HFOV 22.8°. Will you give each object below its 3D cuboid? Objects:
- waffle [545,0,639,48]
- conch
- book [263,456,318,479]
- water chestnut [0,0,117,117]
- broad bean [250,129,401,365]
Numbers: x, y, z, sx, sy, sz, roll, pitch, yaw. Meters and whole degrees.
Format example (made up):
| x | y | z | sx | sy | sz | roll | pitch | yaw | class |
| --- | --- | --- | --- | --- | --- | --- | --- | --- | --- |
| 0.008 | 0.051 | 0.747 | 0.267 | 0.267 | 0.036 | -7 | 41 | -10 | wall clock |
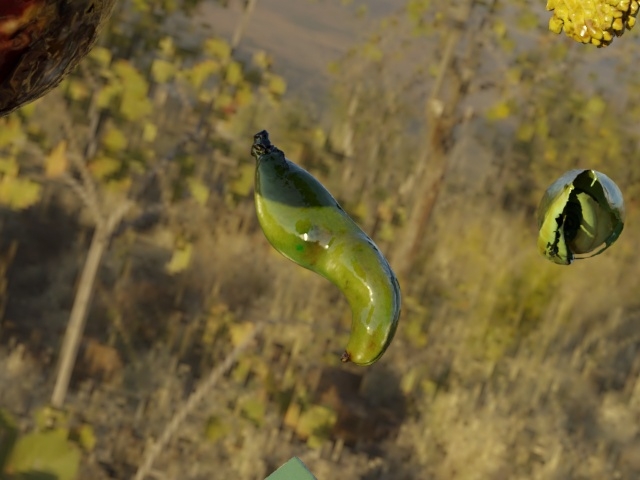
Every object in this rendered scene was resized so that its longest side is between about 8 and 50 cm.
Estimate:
| x | y | z | sx | sy | sz | roll | pitch | yaw | class |
| --- | --- | --- | --- | --- | --- | --- | --- | --- | --- |
| 0.332 | -0.326 | 1.882 | 0.070 | 0.193 | 0.197 | -3 | 2 | -16 | waffle |
| 0.238 | -0.021 | 1.472 | 0.079 | 0.095 | 0.201 | 30 | 8 | 16 | conch |
| -0.038 | 0.398 | 1.568 | 0.379 | 0.264 | 0.031 | 45 | -10 | 50 | book |
| -0.215 | -0.208 | 0.885 | 0.289 | 0.244 | 0.289 | 51 | -7 | 8 | water chestnut |
| 0.000 | 0.000 | 1.201 | 0.214 | 0.070 | 0.048 | 60 | 11 | 29 | broad bean |
